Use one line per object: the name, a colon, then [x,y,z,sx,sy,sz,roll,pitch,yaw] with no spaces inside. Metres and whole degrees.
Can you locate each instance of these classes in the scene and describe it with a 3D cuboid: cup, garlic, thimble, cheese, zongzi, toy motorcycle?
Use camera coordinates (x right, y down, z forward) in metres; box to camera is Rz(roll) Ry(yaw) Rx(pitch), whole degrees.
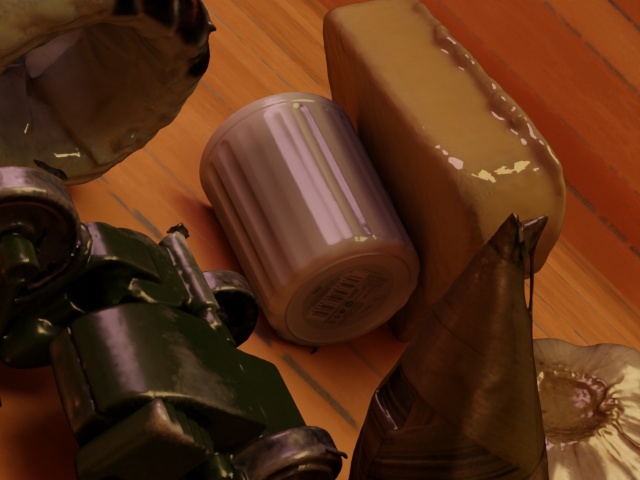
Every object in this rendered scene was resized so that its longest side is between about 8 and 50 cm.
cup: [0.008,-0.011,0.831,0.221,0.167,0.202,20,33,-43]
garlic: [0.230,0.232,0.791,0.245,0.245,0.253,-106,-178,-55]
thimble: [-0.201,-0.141,0.613,0.150,0.237,0.237,55,21,17]
cheese: [0.115,-0.053,0.835,0.384,0.104,0.383,165,-90,-79]
zongzi: [0.103,0.124,0.552,0.123,0.289,0.260,17,5,21]
toy motorcycle: [-0.102,0.082,0.492,0.275,0.127,0.205,31,23,-51]
